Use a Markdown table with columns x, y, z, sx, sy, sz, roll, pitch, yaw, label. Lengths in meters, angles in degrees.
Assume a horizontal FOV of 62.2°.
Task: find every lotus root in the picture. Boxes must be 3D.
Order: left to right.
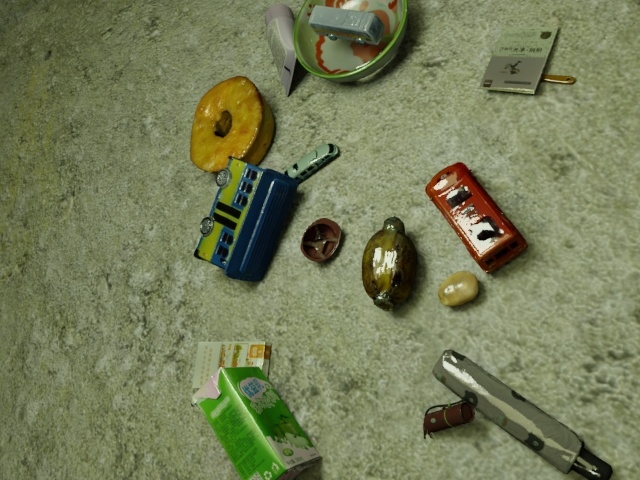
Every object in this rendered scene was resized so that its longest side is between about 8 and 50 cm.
| x | y | z | sx | sy | sz | roll | pitch | yaw | label |
| --- | --- | --- | --- | --- | --- | --- | --- | --- | --- |
| 0.151 | 0.049 | 1.154 | 0.120 | 0.120 | 0.210 | 0 | 74 | 32 | lotus root |

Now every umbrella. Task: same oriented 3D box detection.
| x | y | z | sx | sy | sz | roll | pitch | yaw | label |
| --- | --- | --- | --- | --- | --- | --- | --- | --- | --- |
| 0.351 | 0.313 | 0.954 | 0.337 | 0.067 | 0.073 | 34 | 101 | 35 | umbrella |

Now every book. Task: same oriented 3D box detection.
| x | y | z | sx | sy | sz | roll | pitch | yaw | label |
| --- | --- | --- | --- | --- | --- | --- | --- | --- | --- |
| 0.448 | -0.411 | 1.197 | 0.127 | 0.014 | 0.182 | 16 | 73 | 33 | book |

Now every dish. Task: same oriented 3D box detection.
| x | y | z | sx | sy | sz | roll | pitch | yaw | label |
| --- | --- | --- | --- | --- | --- | --- | --- | --- | --- |
| 0.095 | -0.558 | 1.429 | 0.324 | 0.124 | 0.324 | -7 | 74 | 25 | dish |

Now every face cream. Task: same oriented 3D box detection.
| x | y | z | sx | sy | sz | roll | pitch | yaw | label |
| --- | --- | --- | --- | --- | --- | --- | --- | --- | --- |
| -0.105 | -0.576 | 1.564 | 0.154 | 0.096 | 0.274 | 118 | 147 | -55 | face cream |

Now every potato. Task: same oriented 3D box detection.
| x | y | z | sx | sy | sz | roll | pitch | yaw | label |
| --- | --- | --- | --- | --- | --- | --- | --- | --- | --- |
| 0.282 | 0.100 | 1.084 | 0.083 | 0.062 | 0.068 | -21 | 29 | -2 | potato |

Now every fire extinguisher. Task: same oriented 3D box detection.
| x | y | z | sx | sy | sz | roll | pitch | yaw | label |
| --- | --- | --- | --- | --- | --- | --- | --- | --- | --- |
| 0.234 | 0.340 | 1.011 | 0.132 | 0.039 | 0.056 | -43 | 48 | 48 | fire extinguisher |

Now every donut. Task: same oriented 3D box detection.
| x | y | z | sx | sy | sz | roll | pitch | yaw | label |
| --- | --- | --- | --- | --- | --- | --- | --- | --- | --- |
| -0.256 | -0.325 | 1.560 | 0.302 | 0.110 | 0.303 | -11 | 68 | 30 | donut |

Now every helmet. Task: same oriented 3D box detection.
| x | y | z | sx | sy | sz | roll | pitch | yaw | label |
| --- | --- | --- | --- | --- | --- | --- | --- | --- | --- |
| 0.000 | 0.000 | 1.302 | 0.089 | 0.057 | 0.111 | 36 | 86 | 1 | helmet |

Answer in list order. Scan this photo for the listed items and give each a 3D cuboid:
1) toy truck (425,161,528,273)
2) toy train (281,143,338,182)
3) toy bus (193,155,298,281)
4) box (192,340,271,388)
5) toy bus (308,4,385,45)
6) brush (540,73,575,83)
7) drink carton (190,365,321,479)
| x | y | z | sx | sy | sz | roll | pitch | yaw | label |
| --- | --- | --- | --- | --- | --- | --- | --- | --- | --- |
| 0.309 | -0.063 | 1.098 | 0.107 | 0.114 | 0.253 | -38 | 57 | 15 | toy truck |
| -0.043 | -0.194 | 1.412 | 0.207 | 0.047 | 0.043 | -33 | 52 | 19 | toy train |
| -0.195 | -0.055 | 1.371 | 0.175 | 0.138 | 0.288 | 24 | 95 | 37 | toy bus |
| -0.226 | 0.314 | 1.333 | 0.220 | 0.032 | 0.122 | -7 | 67 | 30 | box |
| 0.064 | -0.541 | 1.325 | 0.190 | 0.075 | 0.064 | 21 | 86 | 30 | toy bus |
| 0.476 | -0.363 | 1.176 | 0.170 | 0.014 | 0.043 | 20 | 84 | 35 | brush |
| -0.139 | 0.407 | 1.143 | 0.108 | 0.161 | 0.271 | -47 | 63 | 10 | drink carton |
